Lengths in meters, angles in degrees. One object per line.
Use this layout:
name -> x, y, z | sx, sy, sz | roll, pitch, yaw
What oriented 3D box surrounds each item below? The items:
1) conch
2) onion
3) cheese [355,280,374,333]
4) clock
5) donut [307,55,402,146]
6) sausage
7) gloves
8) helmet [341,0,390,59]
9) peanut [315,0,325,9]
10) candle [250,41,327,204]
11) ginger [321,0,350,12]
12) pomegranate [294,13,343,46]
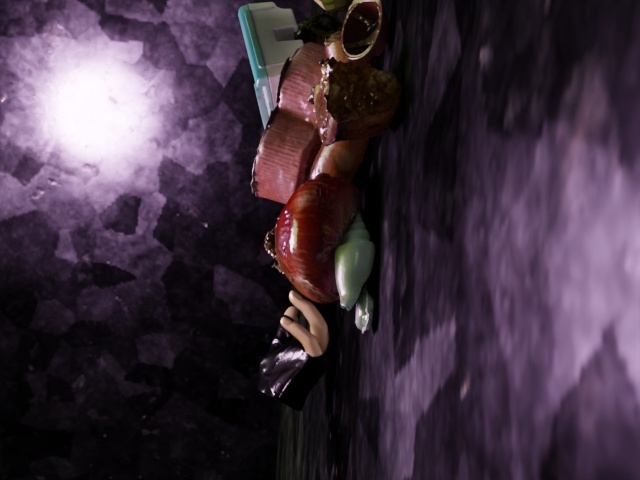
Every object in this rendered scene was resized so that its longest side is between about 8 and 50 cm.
conch -> 0.050, 0.035, 1.422 | 0.088, 0.065, 0.180 | 125, 158, -62
onion -> -0.015, -0.003, 1.516 | 0.230, 0.163, 0.230 | 0, -90, -66
cheese -> 0.070, 0.107, 1.412 | 0.121, 0.026, 0.067 | -87, 4, -71
clock -> -0.085, -0.340, 1.856 | 0.231, 0.116, 0.262 | 81, 176, -48
donut -> 0.050, -0.202, 1.330 | 0.187, 0.126, 0.144 | 97, 168, -72
sausage -> 0.042, -0.220, 1.561 | 0.076, 0.102, 0.302 | -25, -56, -59
gloves -> -0.047, 0.223, 1.978 | 0.197, 0.152, 0.301 | 3, 83, 64
helmet -> 0.085, -0.337, 1.419 | 0.089, 0.057, 0.111 | 15, 93, 49
peanut -> 0.017, -0.705, 2.185 | 0.117, 0.101, 0.263 | -40, -43, -69
candle -> -0.005, -0.206, 1.729 | 0.287, 0.131, 0.317 | 30, -99, -75
ginger -> 0.039, -0.589, 1.820 | 0.116, 0.109, 0.263 | -58, -8, -28
pomegranate -> -0.006, -0.416, 1.938 | 0.125, 0.138, 0.163 | -7, 42, 53
